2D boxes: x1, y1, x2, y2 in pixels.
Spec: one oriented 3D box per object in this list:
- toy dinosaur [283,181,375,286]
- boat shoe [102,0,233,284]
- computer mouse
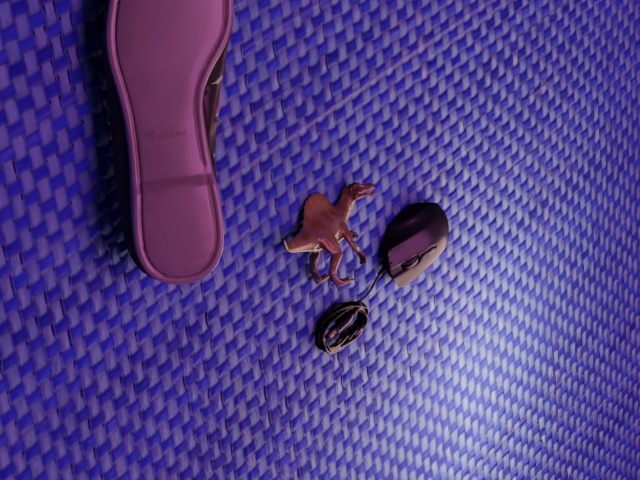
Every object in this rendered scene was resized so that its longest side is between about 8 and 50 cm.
[{"bbox_3d":[0.000,0.000,1.714,0.183,0.053,0.093,-39,116,-51],"label":"toy dinosaur"},{"bbox_3d":[-0.137,-0.130,1.444,0.112,0.095,0.335,-3,103,-17],"label":"boat shoe"},{"bbox_3d":[0.074,0.042,1.827,0.242,0.041,0.071,-49,138,-33],"label":"computer mouse"}]
